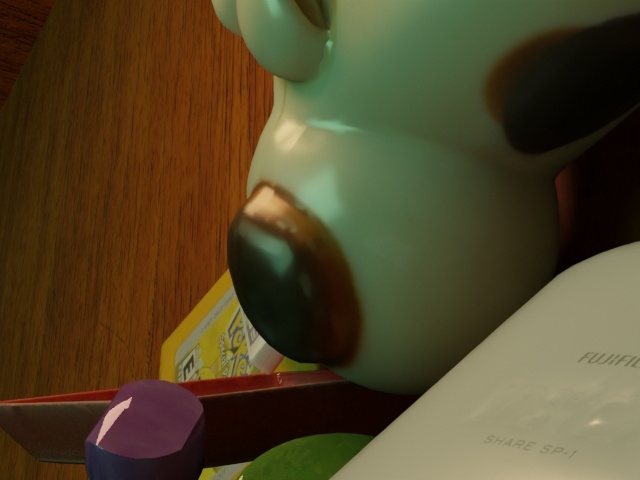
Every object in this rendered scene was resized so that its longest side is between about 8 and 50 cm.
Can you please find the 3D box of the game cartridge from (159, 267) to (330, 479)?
[{"bbox_3d":[-0.067,0.132,1.293,0.324,0.052,0.285,-50,31,44],"label":"game cartridge"}]

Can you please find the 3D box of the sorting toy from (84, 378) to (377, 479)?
[{"bbox_3d":[0.032,0.195,0.751,0.127,0.365,0.126,-44,-34,-46],"label":"sorting toy"}]

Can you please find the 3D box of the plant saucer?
[{"bbox_3d":[-0.058,0.119,0.985,0.258,0.259,0.048,-9,85,53],"label":"plant saucer"}]

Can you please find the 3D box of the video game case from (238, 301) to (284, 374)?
[{"bbox_3d":[0.000,0.000,1.114,0.183,0.023,0.201,-53,11,5],"label":"video game case"}]

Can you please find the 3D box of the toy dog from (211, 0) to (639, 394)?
[{"bbox_3d":[0.100,-0.103,0.853,0.395,0.284,0.408,40,114,39],"label":"toy dog"}]

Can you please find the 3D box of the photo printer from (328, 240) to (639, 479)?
[{"bbox_3d":[0.135,0.100,0.585,0.307,0.107,0.256,-38,18,-25],"label":"photo printer"}]
